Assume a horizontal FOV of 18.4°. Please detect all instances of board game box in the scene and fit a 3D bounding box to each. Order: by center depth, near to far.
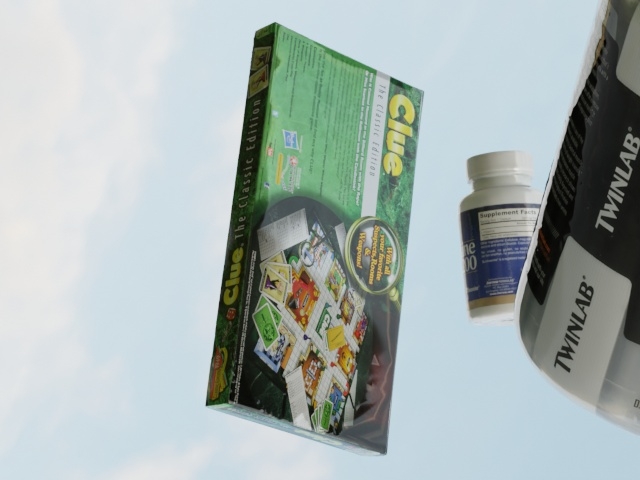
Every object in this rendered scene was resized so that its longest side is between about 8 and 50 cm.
[{"bbox_3d":[0.000,0.000,1.287,0.030,0.136,0.260,-18,-122,50],"label":"board game box"}]

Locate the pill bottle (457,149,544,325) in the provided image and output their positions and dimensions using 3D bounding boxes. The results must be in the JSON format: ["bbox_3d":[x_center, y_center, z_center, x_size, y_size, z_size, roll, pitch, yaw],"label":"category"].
[{"bbox_3d":[0.133,-0.001,1.422,0.067,0.067,0.120,-15,-104,48],"label":"pill bottle"}]

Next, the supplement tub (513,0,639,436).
[{"bbox_3d":[0.234,-0.055,1.118,0.193,0.193,0.316,-115,-151,-51],"label":"supplement tub"}]
